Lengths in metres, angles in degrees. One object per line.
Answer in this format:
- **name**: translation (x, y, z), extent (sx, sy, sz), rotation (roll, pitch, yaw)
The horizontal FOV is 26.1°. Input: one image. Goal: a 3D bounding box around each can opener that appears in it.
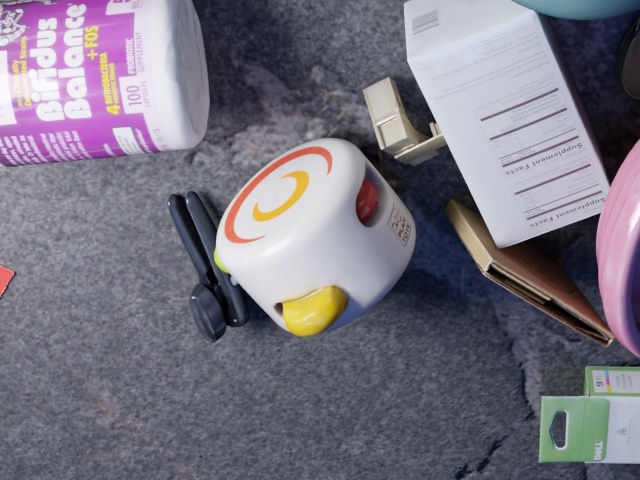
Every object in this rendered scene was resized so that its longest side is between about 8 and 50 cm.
- **can opener**: translation (-0.128, 0.026, 1.595), extent (0.059, 0.073, 0.186), rotation (-6, 115, 17)

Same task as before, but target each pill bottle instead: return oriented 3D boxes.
- **pill bottle**: translation (-0.276, -0.163, 1.404), extent (0.301, 0.169, 0.169), rotation (-6, 124, 7)

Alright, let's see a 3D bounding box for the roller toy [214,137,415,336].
- **roller toy**: translation (0.000, 0.000, 1.482), extent (0.191, 0.209, 0.146), rotation (-44, 117, -7)

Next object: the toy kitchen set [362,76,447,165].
- **toy kitchen set**: translation (0.102, -0.133, 1.485), extent (0.068, 0.075, 0.083), rotation (-24, 159, 23)

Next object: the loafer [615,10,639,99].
- **loafer**: translation (0.341, -0.204, 1.406), extent (0.056, 0.050, 0.148), rotation (10, 125, -3)

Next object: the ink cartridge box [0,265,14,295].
- **ink cartridge box**: translation (-0.498, 0.089, 1.665), extent (0.181, 0.056, 0.225), rotation (28, 124, -15)

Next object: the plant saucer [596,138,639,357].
- **plant saucer**: translation (0.403, -0.031, 1.423), extent (0.332, 0.084, 0.332), rotation (-22, 130, -28)

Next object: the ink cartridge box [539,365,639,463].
- **ink cartridge box**: translation (0.372, 0.214, 1.686), extent (0.209, 0.062, 0.109), rotation (0, 125, 4)

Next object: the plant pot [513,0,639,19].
- **plant pot**: translation (0.243, -0.311, 1.232), extent (0.290, 0.290, 0.195), rotation (-11, 156, 11)

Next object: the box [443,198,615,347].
- **box**: translation (0.222, 0.032, 1.490), extent (0.164, 0.201, 0.021), rotation (30, 103, -16)

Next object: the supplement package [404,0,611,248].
- **supplement package**: translation (0.194, -0.139, 1.408), extent (0.133, 0.139, 0.244), rotation (-20, 121, 15)
